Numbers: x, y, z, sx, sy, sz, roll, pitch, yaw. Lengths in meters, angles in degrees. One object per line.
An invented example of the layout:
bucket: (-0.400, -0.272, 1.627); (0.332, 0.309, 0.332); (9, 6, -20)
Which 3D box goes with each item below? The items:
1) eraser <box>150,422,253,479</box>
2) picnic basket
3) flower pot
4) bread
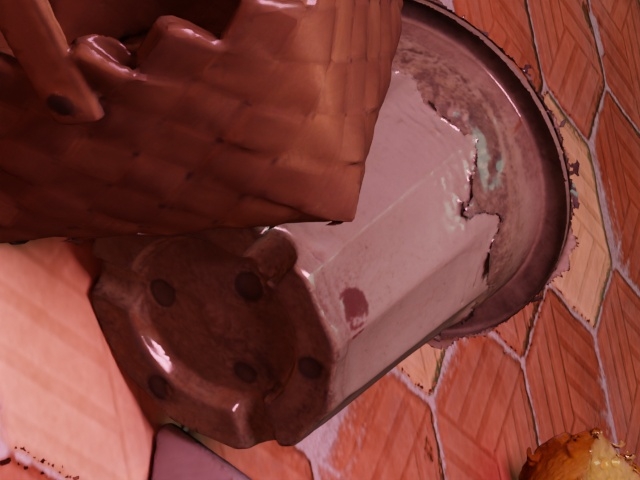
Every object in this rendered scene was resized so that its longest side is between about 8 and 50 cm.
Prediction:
eraser: (-0.064, 0.288, 1.108); (0.111, 0.077, 0.352); (43, 43, -49)
picnic basket: (-0.112, -0.170, 0.964); (0.254, 0.291, 0.321); (-75, 152, -43)
flower pot: (0.000, 0.000, 1.171); (0.259, 0.290, 0.290); (-42, 118, -48)
bread: (0.253, 0.309, 1.664); (0.260, 0.147, 0.160); (58, 42, -28)
